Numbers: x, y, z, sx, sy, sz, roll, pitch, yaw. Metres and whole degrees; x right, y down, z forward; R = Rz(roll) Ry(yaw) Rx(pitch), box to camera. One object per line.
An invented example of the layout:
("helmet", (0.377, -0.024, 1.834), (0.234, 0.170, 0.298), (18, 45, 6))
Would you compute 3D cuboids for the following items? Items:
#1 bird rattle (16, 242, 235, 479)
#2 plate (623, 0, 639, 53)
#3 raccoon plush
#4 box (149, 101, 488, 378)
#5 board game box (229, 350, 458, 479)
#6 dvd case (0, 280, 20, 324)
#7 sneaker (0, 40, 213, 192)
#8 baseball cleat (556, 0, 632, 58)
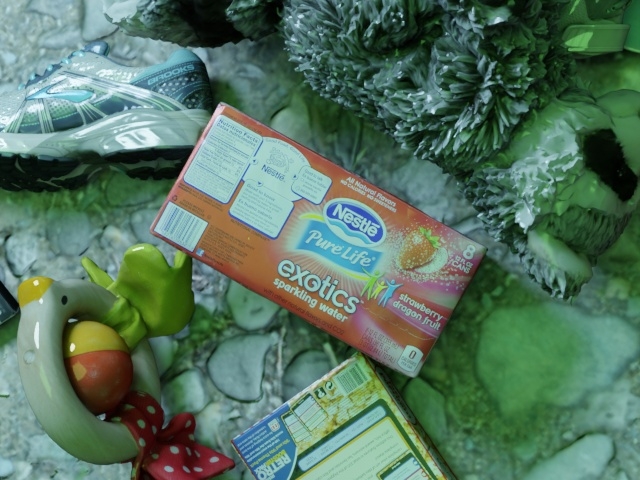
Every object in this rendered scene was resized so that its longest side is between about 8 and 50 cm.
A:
("bird rattle", (-0.190, 0.126, 1.254), (0.143, 0.207, 0.253), (-14, 71, 31))
("plate", (0.302, -0.251, 1.253), (0.188, 0.024, 0.188), (-2, 83, 13))
("raccoon plush", (0.063, -0.109, 1.193), (0.447, 0.216, 0.299), (3, 113, 32))
("box", (0.000, 0.000, 1.226), (0.257, 0.122, 0.128), (29, 91, 2))
("board game box", (0.034, 0.215, 1.259), (0.147, 0.045, 0.193), (-35, 77, 8))
("dvd case", (-0.435, 0.061, 1.363), (0.239, 0.029, 0.179), (-33, 105, 9))
("sneaker", (-0.231, -0.118, 1.344), (0.283, 0.110, 0.122), (-2, 72, 7))
("baseball cleat", (0.255, -0.224, 1.222), (0.206, 0.072, 0.109), (-31, 90, 16))
